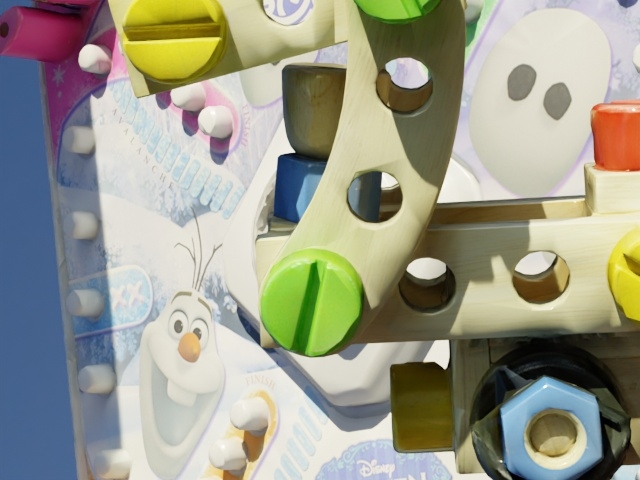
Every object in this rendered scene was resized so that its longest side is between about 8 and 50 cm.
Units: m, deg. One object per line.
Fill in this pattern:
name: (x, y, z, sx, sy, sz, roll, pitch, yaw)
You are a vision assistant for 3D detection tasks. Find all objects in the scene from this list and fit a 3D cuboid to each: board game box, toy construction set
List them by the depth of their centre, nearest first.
toy construction set: (0.104, -0.032, 0.572, 0.151, 0.328, 0.215, -27, -66, -70)
board game box: (0.000, 0.000, 0.815, 0.050, 0.390, 0.390, 1, -101, -46)
